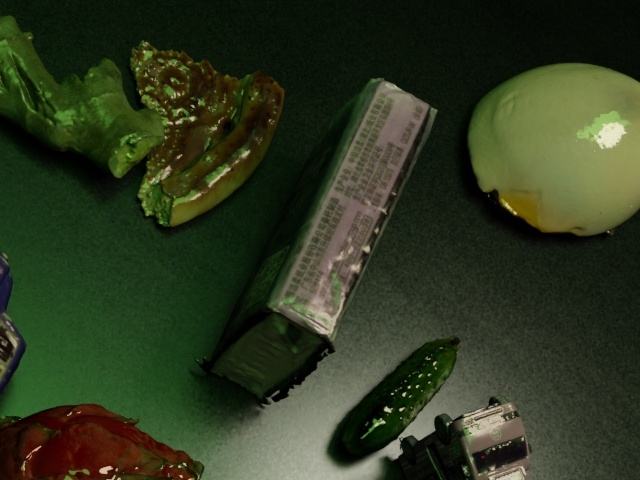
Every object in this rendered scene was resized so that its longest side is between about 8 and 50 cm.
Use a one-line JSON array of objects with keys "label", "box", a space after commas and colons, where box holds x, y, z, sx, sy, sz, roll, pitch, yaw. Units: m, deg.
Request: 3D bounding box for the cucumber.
[{"label": "cucumber", "box": [0.108, 0.193, 1.841, 0.069, 0.069, 0.227, 45, 56, 5]}]

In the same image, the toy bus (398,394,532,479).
[{"label": "toy bus", "box": [0.174, 0.263, 1.753, 0.096, 0.199, 0.108, -15, 75, -23]}]

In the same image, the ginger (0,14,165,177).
[{"label": "ginger", "box": [-0.331, -0.186, 1.847, 0.290, 0.089, 0.137, 24, 86, 4]}]

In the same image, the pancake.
[{"label": "pancake", "box": [-0.177, -0.167, 1.910, 0.266, 0.057, 0.244, -39, 82, -27]}]

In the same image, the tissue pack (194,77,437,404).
[{"label": "tissue pack", "box": [0.000, 0.000, 1.781, 0.122, 0.259, 0.361, 31, 59, -7]}]

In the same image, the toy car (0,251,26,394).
[{"label": "toy car", "box": [-0.423, 0.115, 1.651, 0.158, 0.172, 0.235, 38, 57, -18]}]

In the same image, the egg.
[{"label": "egg", "box": [0.354, -0.150, 2.015, 0.286, 0.174, 0.264, 1, 63, -14]}]

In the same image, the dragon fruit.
[{"label": "dragon fruit", "box": [-0.261, 0.295, 1.576, 0.298, 0.244, 0.244, -8, 70, -22]}]
